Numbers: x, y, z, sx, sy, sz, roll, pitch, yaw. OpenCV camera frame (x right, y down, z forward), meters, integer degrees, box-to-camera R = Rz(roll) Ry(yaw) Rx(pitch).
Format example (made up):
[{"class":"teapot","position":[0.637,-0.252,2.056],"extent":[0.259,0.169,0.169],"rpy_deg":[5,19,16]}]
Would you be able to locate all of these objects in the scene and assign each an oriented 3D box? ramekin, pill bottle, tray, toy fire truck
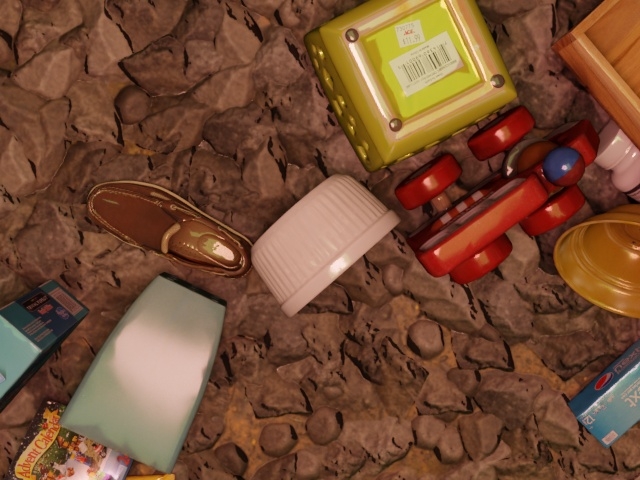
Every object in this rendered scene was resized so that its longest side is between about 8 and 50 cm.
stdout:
[{"class":"ramekin","position":[0.000,0.000,1.227],"extent":[0.207,0.207,0.109],"rpy_deg":[-41,88,3]},{"class":"pill bottle","position":[0.487,-0.098,1.273],"extent":[0.193,0.108,0.108],"rpy_deg":[32,95,-5]},{"class":"tray","position":[0.530,-0.324,1.215],"extent":[0.411,0.076,0.203],"rpy_deg":[-42,92,-10]},{"class":"toy fire truck","position":[0.249,-0.059,1.195],"extent":[0.302,0.254,0.169],"rpy_deg":[-34,97,1]}]

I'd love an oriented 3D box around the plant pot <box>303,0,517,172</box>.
[{"class":"plant pot","position":[0.123,-0.231,1.197],"extent":[0.228,0.207,0.227],"rpy_deg":[-26,97,1]}]

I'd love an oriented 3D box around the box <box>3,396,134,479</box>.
[{"class":"box","position":[-0.376,0.365,1.286],"extent":[0.159,0.044,0.233],"rpy_deg":[23,69,-5]}]

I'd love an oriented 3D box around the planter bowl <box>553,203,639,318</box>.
[{"class":"planter bowl","position":[0.452,0.013,1.272],"extent":[0.217,0.217,0.090],"rpy_deg":[34,59,-5]}]

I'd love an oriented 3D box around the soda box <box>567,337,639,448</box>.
[{"class":"soda box","position":[0.471,0.205,1.318],"extent":[0.210,0.071,0.067],"rpy_deg":[-44,93,9]}]

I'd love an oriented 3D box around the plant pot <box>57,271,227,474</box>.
[{"class":"plant pot","position":[-0.231,0.171,1.262],"extent":[0.165,0.165,0.234],"rpy_deg":[25,88,-5]}]

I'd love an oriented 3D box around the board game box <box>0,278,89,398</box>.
[{"class":"board game box","position":[-0.478,0.217,1.208],"extent":[0.079,0.254,0.336],"rpy_deg":[42,94,-5]}]

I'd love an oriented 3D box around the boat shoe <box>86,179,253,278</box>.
[{"class":"boat shoe","position":[-0.213,-0.018,1.267],"extent":[0.257,0.095,0.095],"rpy_deg":[19,96,-4]}]

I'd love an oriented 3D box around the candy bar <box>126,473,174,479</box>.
[{"class":"candy bar","position":[-0.301,0.375,1.352],"extent":[0.161,0.018,0.040],"rpy_deg":[-1,97,-2]}]
